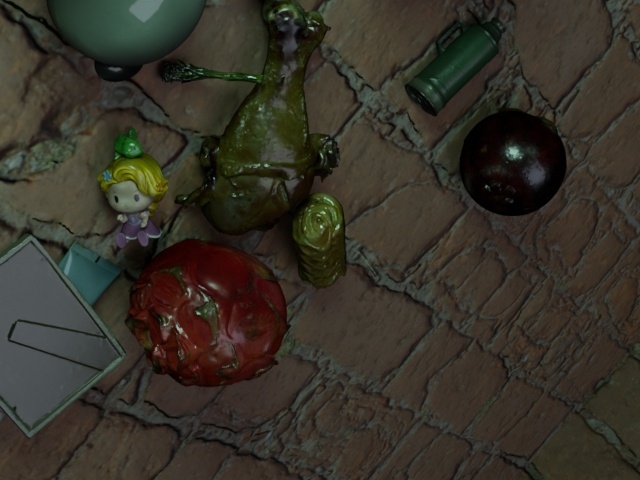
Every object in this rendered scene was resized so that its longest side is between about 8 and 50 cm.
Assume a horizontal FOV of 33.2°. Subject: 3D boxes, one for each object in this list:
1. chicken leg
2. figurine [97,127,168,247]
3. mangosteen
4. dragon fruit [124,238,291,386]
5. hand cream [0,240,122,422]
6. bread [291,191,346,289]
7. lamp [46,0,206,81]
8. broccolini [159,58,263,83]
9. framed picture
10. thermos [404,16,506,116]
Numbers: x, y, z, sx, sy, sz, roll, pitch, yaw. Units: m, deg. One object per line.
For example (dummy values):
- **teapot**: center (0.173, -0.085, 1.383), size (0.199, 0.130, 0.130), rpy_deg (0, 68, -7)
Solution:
- **chicken leg**: center (-0.055, -0.156, 1.559), size (0.211, 0.140, 0.361), rpy_deg (10, 120, -40)
- **figurine**: center (-0.257, -0.082, 1.490), size (0.094, 0.115, 0.156), rpy_deg (-8, 115, 2)
- **mangosteen**: center (0.349, -0.145, 1.937), size (0.210, 0.210, 0.210), rpy_deg (-26, 139, -26)
- **dragon fruit**: center (-0.169, 0.112, 1.619), size (0.252, 0.241, 0.241), rpy_deg (9, 121, -15)
- **hand cream**: center (-0.418, 0.142, 1.556), size (0.312, 0.070, 0.111), rpy_deg (-54, 142, -4)
- **bread**: center (-0.001, 0.001, 1.738), size (0.098, 0.087, 0.269), rpy_deg (-41, 165, -11)
- **lamp**: center (-0.238, -0.313, 1.212), size (0.198, 0.198, 0.244), rpy_deg (-44, 127, -3)
- **broccolini**: center (-0.147, -0.219, 1.450), size (0.140, 0.030, 0.035), rpy_deg (5, 135, -10)
- **framed picture**: center (-0.407, 0.138, 1.505), size (0.189, 0.023, 0.260), rpy_deg (-42, 127, -16)
- **thermos**: center (0.227, -0.297, 1.773), size (0.187, 0.083, 0.073), rpy_deg (-44, 165, -6)
